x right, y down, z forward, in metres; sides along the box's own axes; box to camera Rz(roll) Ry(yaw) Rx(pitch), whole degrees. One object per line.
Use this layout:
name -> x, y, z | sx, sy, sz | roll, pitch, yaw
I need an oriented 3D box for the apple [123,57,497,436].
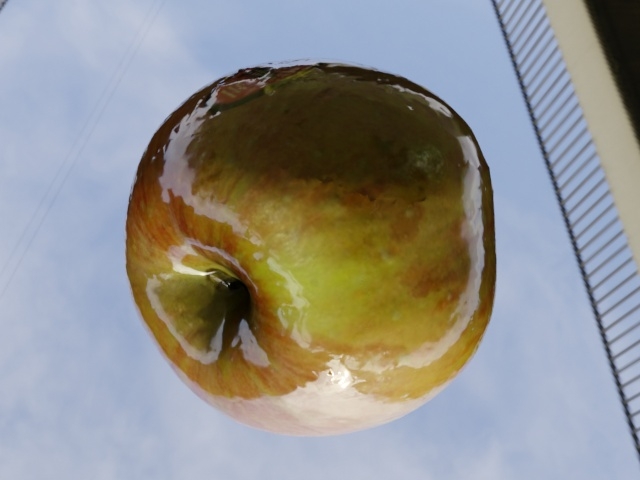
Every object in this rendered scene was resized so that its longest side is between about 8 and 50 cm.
apple -> 0.000, 0.000, 0.898 | 0.333, 0.400, 0.400 | -27, -109, -42
